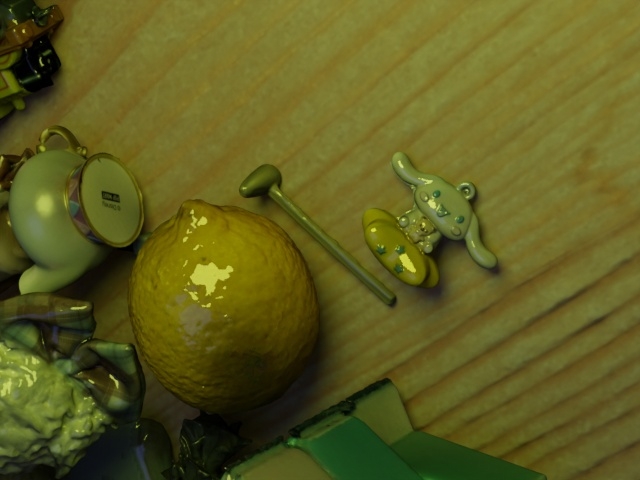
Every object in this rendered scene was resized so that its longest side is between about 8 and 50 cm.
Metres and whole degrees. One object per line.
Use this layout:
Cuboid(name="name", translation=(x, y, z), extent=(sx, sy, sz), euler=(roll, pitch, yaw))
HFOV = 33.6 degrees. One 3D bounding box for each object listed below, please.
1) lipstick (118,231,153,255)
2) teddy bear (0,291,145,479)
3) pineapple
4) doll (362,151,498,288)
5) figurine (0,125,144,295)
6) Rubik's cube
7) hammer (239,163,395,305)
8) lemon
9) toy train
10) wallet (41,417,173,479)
Cuboid(name="lipstick", translation=(-0.203, 0.003, 1.167), extent=(0.107, 0.025, 0.025), euler=(8, 110, 28))
Cuboid(name="teddy bear", translation=(-0.380, 0.161, 1.182), extent=(0.362, 0.375, 0.327), euler=(-38, 106, -4))
Cuboid(name="pineapple", translation=(-0.146, 0.311, 1.153), extent=(0.128, 0.128, 0.248), euler=(22, 89, 15))
Cuboid(name="doll", translation=(0.108, -0.009, 1.010), extent=(0.135, 0.071, 0.113), euler=(25, 98, 7))
Cuboid(name="figurine", translation=(-0.326, -0.021, 1.151), extent=(0.263, 0.142, 0.189), euler=(-11, 72, 28))
Cuboid(name="Rubik's cube", translation=(0.027, 0.348, 0.991), extent=(0.358, 0.387, 0.368), euler=(-26, 85, 39))
Cuboid(name="hammer", translation=(0.000, 0.000, 1.062), extent=(0.195, 0.060, 0.028), euler=(42, 119, 0))
Cuboid(name="lemon", translation=(-0.094, 0.069, 1.047), extent=(0.188, 0.188, 0.256), euler=(4, 130, 23))
Cuboid(name="toy train", translation=(-0.355, -0.191, 1.132), extent=(0.219, 0.089, 0.127), euler=(-15, 112, 27))
Cuboid(name="wallet", translation=(-0.304, 0.364, 1.312), extent=(0.360, 0.083, 0.252), euler=(-17, 95, 28))
